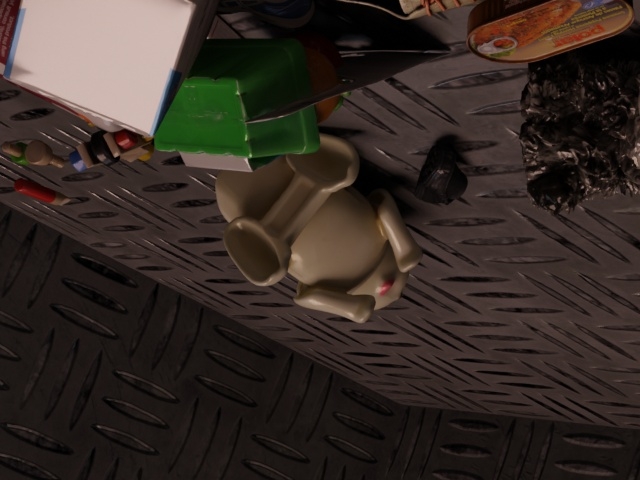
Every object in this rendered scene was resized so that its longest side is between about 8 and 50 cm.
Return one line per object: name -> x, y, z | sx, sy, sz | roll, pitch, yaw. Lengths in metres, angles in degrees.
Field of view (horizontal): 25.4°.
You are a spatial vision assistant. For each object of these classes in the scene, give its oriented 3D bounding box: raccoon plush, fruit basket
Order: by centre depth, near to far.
raccoon plush -> 0.435, -0.154, 1.820 | 0.299, 0.216, 0.446 | -1, -173, 20
fruit basket -> -0.051, -0.205, 1.949 | 0.327, 0.165, 0.353 | 7, -162, 41

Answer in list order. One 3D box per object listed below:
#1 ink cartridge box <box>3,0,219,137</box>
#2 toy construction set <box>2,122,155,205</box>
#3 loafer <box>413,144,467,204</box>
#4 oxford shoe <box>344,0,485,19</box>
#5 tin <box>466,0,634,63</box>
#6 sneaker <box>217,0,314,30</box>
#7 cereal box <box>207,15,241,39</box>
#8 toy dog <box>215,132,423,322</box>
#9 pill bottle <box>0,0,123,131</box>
ink cartridge box -> -0.232, -0.301, 1.733 | 0.197, 0.270, 0.198 | 22, 126, -3
toy construction set -> -0.360, -0.186, 2.385 | 0.257, 0.309, 0.237 | 43, -173, 25
loafer -> 0.205, -0.105, 2.340 | 0.078, 0.076, 0.223 | 15, 169, 1
oxford shoe -> 0.156, -0.292, 1.568 | 0.397, 0.146, 0.140 | 10, 145, 29
tin -> 0.242, -0.236, 1.507 | 0.190, 0.040, 0.106 | -15, 151, 39
sneaker -> -0.109, -0.348, 1.912 | 0.211, 0.080, 0.081 | 10, 158, 0
cereal box -> -0.202, -0.307, 2.203 | 0.173, 0.047, 0.240 | 7, 160, 39
toy dog -> 0.000, 0.000, 2.587 | 0.395, 0.284, 0.408 | 24, 171, 43
pill bottle -> -0.411, -0.334, 2.011 | 0.392, 0.224, 0.224 | 27, 165, 5
